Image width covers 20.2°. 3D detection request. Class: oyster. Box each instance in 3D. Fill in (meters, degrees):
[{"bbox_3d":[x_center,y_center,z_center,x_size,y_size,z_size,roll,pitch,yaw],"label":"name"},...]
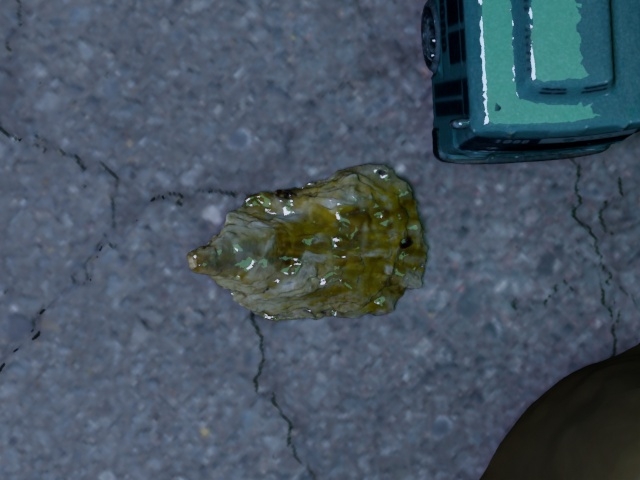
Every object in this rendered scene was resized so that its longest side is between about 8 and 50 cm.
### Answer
[{"bbox_3d":[0.000,0.000,1.131,0.146,0.045,0.121,29,73,-10],"label":"oyster"}]

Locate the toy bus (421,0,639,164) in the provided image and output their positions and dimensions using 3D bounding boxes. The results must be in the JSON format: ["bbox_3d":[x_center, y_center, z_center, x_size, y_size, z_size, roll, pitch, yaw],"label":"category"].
[{"bbox_3d":[0.128,-0.176,1.087,0.128,0.147,0.256,-4,92,-8],"label":"toy bus"}]

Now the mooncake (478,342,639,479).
[{"bbox_3d":[0.269,0.239,1.101,0.378,0.201,0.378,0,93,-9],"label":"mooncake"}]
